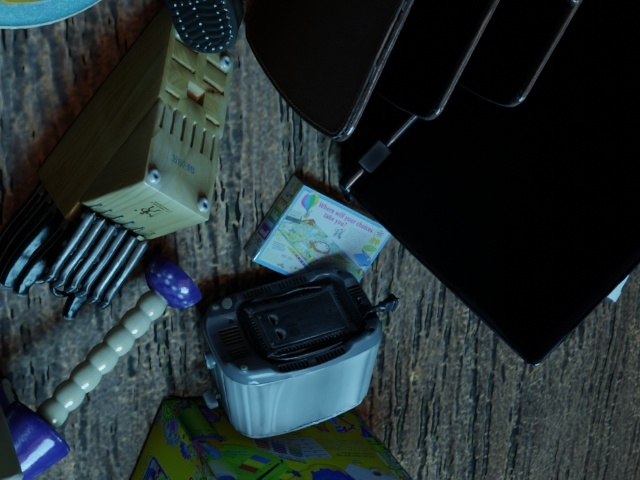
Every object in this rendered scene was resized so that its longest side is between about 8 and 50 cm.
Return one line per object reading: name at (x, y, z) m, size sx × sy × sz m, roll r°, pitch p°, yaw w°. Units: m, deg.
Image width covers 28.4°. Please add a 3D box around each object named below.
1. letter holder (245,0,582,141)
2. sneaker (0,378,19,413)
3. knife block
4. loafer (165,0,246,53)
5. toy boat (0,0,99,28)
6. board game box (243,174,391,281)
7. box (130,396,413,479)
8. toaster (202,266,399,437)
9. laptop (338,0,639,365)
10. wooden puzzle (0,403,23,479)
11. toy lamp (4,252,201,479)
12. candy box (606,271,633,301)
letter holder at (0.065, -0.204, 1.150) m, size 0.152 × 0.302 × 0.214 m, roll 18°, pitch 109°, yaw -27°
sneaker at (-0.357, 0.224, 1.335) m, size 0.071 × 0.068 × 0.170 m, roll 7°, pitch 116°, yaw -29°
knife block at (-0.213, -0.067, 1.238) m, size 0.088 × 0.242 × 0.276 m, roll 33°, pitch 54°, yaw -43°
loafer at (-0.121, -0.284, 1.158) m, size 0.080 × 0.078 × 0.220 m, roll -2°, pitch 120°, yaw 17°
toy boat at (-0.261, -0.293, 0.990) m, size 0.318 × 0.148 × 0.267 m, roll 20°, pitch 117°, yaw -36°
board game box at (0.000, 0.000, 1.442) m, size 0.154 × 0.026 × 0.103 m, roll 26°, pitch 103°, yaw -41°
box at (-0.035, 0.338, 1.471) m, size 0.289 × 0.279 × 0.177 m, roll 10°, pitch 113°, yaw -36°
toaster at (-0.025, 0.128, 1.430) m, size 0.226 × 0.129 × 0.146 m, roll -17°, pitch 143°, yaw -18°
laptop at (0.230, -0.109, 1.235) m, size 0.236 × 0.408 × 0.382 m, roll 45°, pitch 91°, yaw 1°
wooden puzzle at (-0.398, 0.251, 1.219) m, size 0.238 × 0.221 × 0.044 m, roll -39°, pitch 121°, yaw -4°
toy lamp at (-0.234, 0.136, 1.295) m, size 0.275 × 0.080 × 0.080 m, roll -47°, pitch 135°, yaw -19°
candy box at (0.256, -0.010, 1.507) m, size 0.196 × 0.165 × 0.070 m, roll 13°, pitch 111°, yaw -38°
